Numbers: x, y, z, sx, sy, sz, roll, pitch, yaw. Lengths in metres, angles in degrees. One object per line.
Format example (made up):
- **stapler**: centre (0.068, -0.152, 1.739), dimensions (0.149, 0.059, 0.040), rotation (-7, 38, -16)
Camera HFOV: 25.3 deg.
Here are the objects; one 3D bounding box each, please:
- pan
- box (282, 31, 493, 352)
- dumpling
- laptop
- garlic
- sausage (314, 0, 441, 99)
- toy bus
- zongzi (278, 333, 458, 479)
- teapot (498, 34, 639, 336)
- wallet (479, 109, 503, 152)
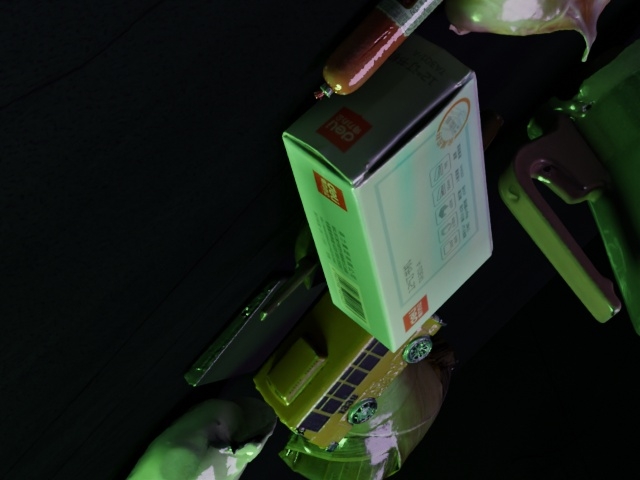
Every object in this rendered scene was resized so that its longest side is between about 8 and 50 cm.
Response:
- **pan**: centre (0.009, -0.012, 1.224), dimensions (0.128, 0.048, 0.202), rotation (-53, 167, 21)
- **box**: centre (0.062, -0.035, 1.118), dimensions (0.135, 0.079, 0.269), rotation (-44, 152, -16)
- **dumpling**: centre (-0.126, 0.220, 1.430), dimensions (0.176, 0.092, 0.150), rotation (-52, -179, 2)
- **laptop**: centre (-0.056, 0.082, 1.386), dimensions (0.135, 0.016, 0.197), rotation (-49, 169, 8)
- **garlic**: centre (0.161, -0.196, 1.066), dimensions (0.174, 0.099, 0.124), rotation (-34, 148, -42)
- **sausage**: centre (0.086, -0.187, 0.975), dimensions (0.253, 0.034, 0.034), rotation (-47, 167, -3)
- **toy bus**: centre (0.025, 0.123, 1.533), dimensions (0.201, 0.098, 0.114), rotation (-50, 140, 11)
- **zongzi**: centre (0.089, 0.134, 1.779), dimensions (0.289, 0.154, 0.317), rotation (-48, 157, -47)
- **teapot**: centre (0.407, -0.056, 1.693), dimensions (0.376, 0.361, 0.305), rotation (-26, 163, -29)
- **wallet**: centre (0.102, -0.037, 1.374), dimensions (0.198, 0.031, 0.110), rotation (-53, -176, -31)
